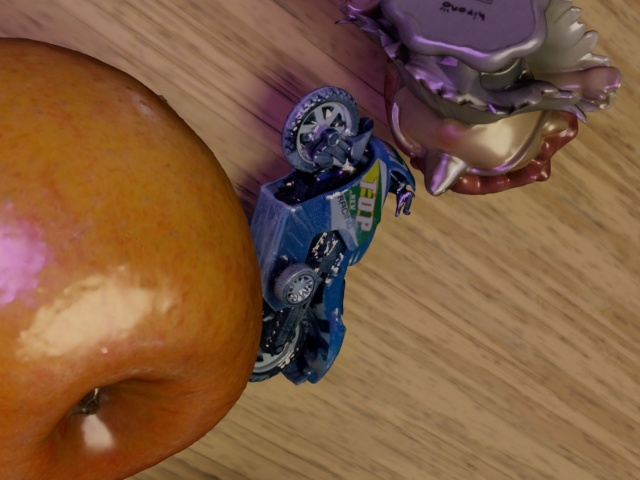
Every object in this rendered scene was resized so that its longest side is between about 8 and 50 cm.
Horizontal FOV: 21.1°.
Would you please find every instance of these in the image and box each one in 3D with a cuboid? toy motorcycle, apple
[{"bbox_3d":[0.000,0.000,1.313,0.135,0.092,0.254,-4,120,-41],"label":"toy motorcycle"},{"bbox_3d":[-0.188,0.030,1.069,0.299,0.275,0.299,-33,147,-24],"label":"apple"}]

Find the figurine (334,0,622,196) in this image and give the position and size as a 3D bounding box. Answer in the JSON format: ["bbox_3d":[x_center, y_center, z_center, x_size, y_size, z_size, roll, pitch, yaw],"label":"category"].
[{"bbox_3d":[0.111,-0.106,1.261,0.387,0.207,0.166,70,38,-74],"label":"figurine"}]
